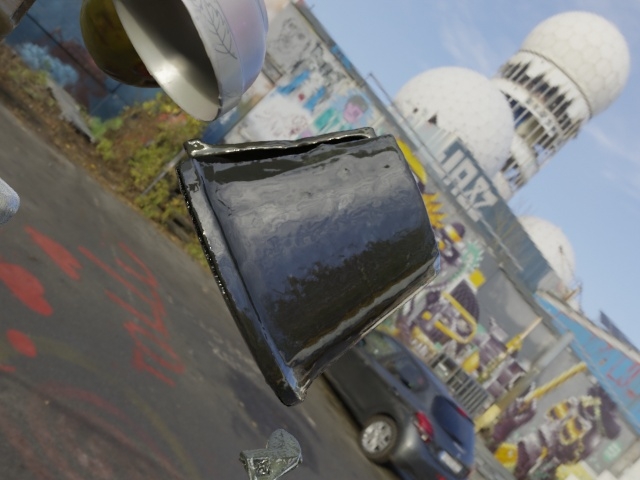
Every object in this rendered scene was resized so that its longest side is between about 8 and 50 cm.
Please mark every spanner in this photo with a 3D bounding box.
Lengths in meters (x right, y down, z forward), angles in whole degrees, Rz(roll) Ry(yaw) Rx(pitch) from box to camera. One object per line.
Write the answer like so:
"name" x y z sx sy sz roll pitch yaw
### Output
"spanner" -0.091 0.374 0.952 0.093 0.026 0.325 10 30 6

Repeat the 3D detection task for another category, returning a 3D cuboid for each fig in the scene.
"fig" -0.411 -0.542 1.702 0.343 0.343 0.343 45 -1 1

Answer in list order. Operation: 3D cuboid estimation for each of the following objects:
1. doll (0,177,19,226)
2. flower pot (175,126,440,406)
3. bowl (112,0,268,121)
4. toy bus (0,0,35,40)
"doll" -0.618 -0.029 1.046 0.161 0.348 0.423 19 22 5
"flower pot" 0.000 0.000 0.898 0.379 0.251 0.379 157 -90 -87
"bowl" -0.179 -0.332 1.039 0.287 0.144 0.287 45 -23 25
"toy bus" -0.419 -0.353 0.890 0.139 0.157 0.289 51 29 -35
